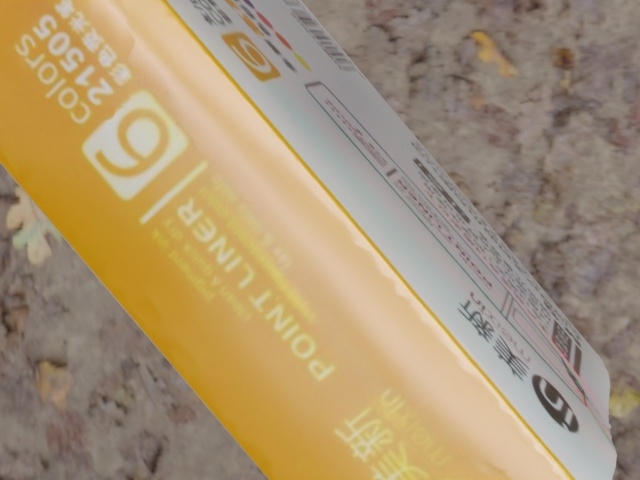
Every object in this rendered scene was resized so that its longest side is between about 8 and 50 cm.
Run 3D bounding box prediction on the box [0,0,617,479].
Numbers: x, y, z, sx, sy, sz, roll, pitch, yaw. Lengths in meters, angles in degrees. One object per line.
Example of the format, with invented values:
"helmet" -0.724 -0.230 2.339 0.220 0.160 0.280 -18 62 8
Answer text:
"box" 0.000 0.000 0.548 0.091 0.221 0.274 -41 87 15
